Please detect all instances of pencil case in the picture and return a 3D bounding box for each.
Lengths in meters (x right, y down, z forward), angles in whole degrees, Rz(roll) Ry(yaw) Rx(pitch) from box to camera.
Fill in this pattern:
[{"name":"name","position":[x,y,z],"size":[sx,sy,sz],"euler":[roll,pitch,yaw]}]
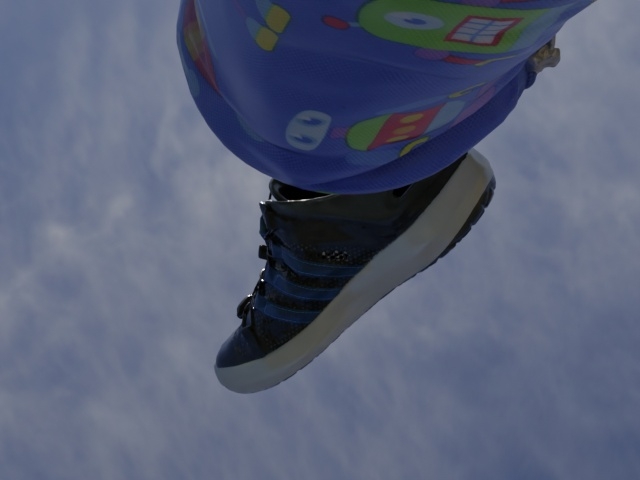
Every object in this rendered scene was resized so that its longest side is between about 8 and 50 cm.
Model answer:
[{"name":"pencil case","position":[0.033,-0.096,0.436],"size":[0.133,0.306,0.119],"euler":[9,-102,-6]}]

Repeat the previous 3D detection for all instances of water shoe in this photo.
[{"name":"water shoe","position":[0.000,0.000,0.790],"size":[0.080,0.203,0.073],"euler":[45,-144,-6]}]
